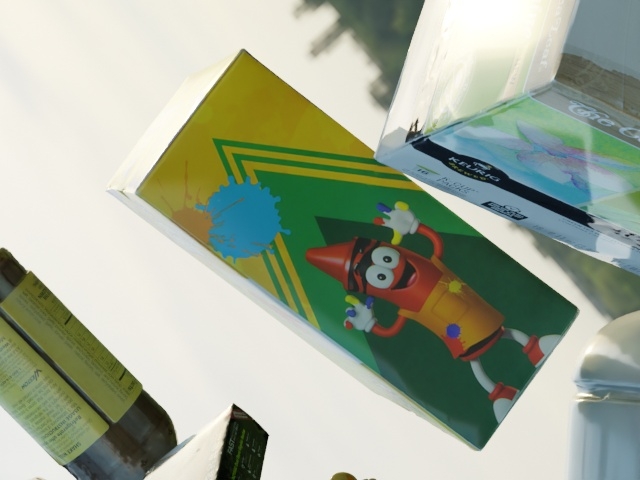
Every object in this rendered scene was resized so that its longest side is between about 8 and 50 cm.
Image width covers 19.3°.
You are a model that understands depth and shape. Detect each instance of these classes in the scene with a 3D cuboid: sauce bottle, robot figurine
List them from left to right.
[{"bbox_3d":[-0.214,0.162,1.745,0.344,0.111,0.111,48,-174,-9],"label":"sauce bottle"},{"bbox_3d":[0.339,0.218,1.840,0.200,0.353,0.300,5,175,-3],"label":"robot figurine"}]

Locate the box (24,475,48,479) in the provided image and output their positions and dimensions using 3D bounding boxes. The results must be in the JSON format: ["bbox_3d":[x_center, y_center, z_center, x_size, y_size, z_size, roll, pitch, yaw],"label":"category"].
[{"bbox_3d":[-0.361,0.458,2.267,0.183,0.296,0.294,25,178,6],"label":"box"}]

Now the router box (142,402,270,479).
[{"bbox_3d":[-0.086,0.178,1.290,0.038,0.092,0.122,43,-156,-17],"label":"router box"}]

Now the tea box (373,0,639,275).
[{"bbox_3d":[0.265,-0.116,1.358,0.329,0.220,0.323,22,166,-15],"label":"tea box"}]

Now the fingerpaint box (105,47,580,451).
[{"bbox_3d":[0.000,0.000,1.776,0.371,0.163,0.445,37,176,-8],"label":"fingerpaint box"}]

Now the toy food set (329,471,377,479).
[{"bbox_3d":[0.035,0.373,2.513,0.192,0.038,0.132,1,-113,-46],"label":"toy food set"}]
